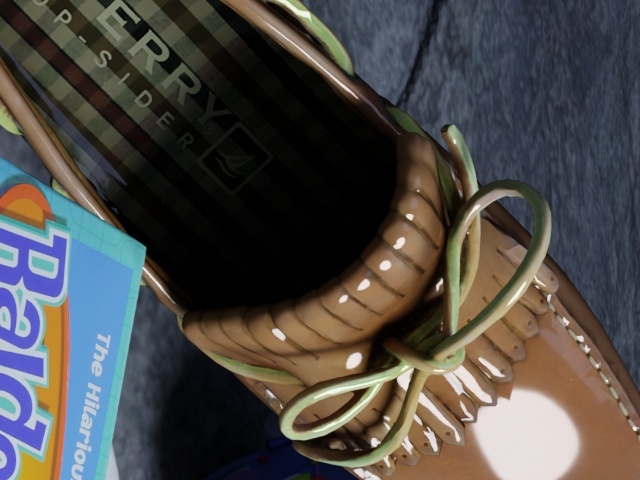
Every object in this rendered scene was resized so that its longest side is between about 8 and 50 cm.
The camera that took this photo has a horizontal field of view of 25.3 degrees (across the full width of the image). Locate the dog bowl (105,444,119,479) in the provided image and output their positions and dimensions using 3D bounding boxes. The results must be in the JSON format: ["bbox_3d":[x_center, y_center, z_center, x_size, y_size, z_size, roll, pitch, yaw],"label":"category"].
[{"bbox_3d":[-0.178,0.110,0.368,0.349,0.102,0.349,9,80,-61],"label":"dog bowl"}]

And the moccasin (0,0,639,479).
[{"bbox_3d":[0.003,-0.002,0.535,0.380,0.139,0.147,51,5,-20],"label":"moccasin"}]

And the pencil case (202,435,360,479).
[{"bbox_3d":[0.023,0.232,0.703,0.133,0.119,0.306,-90,167,-72],"label":"pencil case"}]

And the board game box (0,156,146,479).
[{"bbox_3d":[-0.126,0.039,0.315,0.210,0.047,0.160,37,55,-55],"label":"board game box"}]
